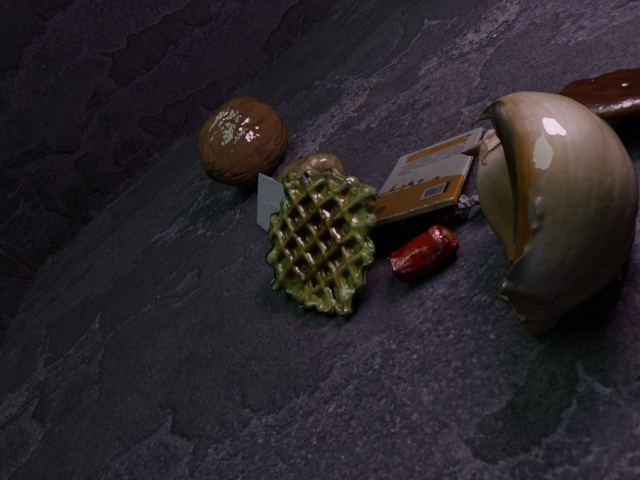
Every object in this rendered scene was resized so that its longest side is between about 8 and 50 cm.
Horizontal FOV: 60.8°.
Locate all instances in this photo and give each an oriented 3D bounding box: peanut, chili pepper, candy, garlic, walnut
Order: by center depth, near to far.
[{"bbox_3d":[0.299,-0.056,0.728,0.249,0.286,0.313,-24,49,44],"label":"garlic"},{"bbox_3d":[0.185,0.023,0.974,0.123,0.073,0.071,-34,72,21],"label":"chili pepper"},{"bbox_3d":[0.234,-0.063,1.044,0.226,0.051,0.094,-10,40,45],"label":"candy"},{"bbox_3d":[-0.040,-0.154,1.442,0.253,0.122,0.137,-9,53,50],"label":"peanut"},{"bbox_3d":[-0.258,-0.318,1.789,0.313,0.277,0.252,-45,-10,-15],"label":"walnut"}]

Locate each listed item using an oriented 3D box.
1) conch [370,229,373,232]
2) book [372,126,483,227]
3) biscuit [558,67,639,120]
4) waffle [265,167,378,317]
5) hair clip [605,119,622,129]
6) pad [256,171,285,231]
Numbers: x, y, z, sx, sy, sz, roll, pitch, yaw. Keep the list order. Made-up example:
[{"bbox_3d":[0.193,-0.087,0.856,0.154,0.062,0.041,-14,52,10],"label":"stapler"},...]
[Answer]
[{"bbox_3d":[0.061,-0.052,1.196,0.135,0.102,0.153,-33,61,-7],"label":"conch"},{"bbox_3d":[0.214,-0.132,1.130,0.207,0.020,0.295,-17,27,37],"label":"book"},{"bbox_3d":[0.492,-0.245,0.905,0.212,0.036,0.212,-15,23,7],"label":"biscuit"},{"bbox_3d":[0.000,0.000,1.115,0.317,0.073,0.298,13,98,45],"label":"waffle"},{"bbox_3d":[0.444,-0.155,0.901,0.214,0.056,0.062,-55,-2,-19],"label":"hair clip"},{"bbox_3d":[-0.137,-0.092,1.487,0.232,0.004,0.157,-146,57,-61],"label":"pad"}]
